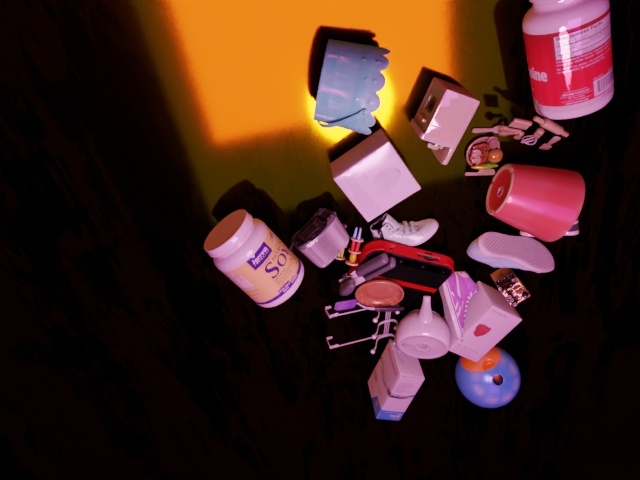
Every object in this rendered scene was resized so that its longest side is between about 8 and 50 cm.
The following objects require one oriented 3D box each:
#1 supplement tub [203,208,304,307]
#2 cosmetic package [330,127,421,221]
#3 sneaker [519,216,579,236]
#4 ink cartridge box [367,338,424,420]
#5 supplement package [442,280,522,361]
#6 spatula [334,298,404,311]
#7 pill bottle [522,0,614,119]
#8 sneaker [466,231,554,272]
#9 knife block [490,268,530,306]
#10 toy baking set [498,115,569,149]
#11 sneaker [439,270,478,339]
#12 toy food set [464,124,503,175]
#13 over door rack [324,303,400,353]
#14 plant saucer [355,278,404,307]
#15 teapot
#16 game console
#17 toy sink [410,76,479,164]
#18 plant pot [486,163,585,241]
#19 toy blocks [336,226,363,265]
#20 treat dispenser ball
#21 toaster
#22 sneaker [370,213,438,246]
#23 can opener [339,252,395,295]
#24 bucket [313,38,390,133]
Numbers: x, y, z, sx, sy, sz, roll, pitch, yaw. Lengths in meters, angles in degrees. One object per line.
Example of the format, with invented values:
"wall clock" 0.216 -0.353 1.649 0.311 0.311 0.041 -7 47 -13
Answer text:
"supplement tub" -0.245 0.068 1.753 0.241 0.241 0.331 -33 121 16
"cosmetic package" 0.191 -0.228 1.657 0.225 0.138 0.224 -33 120 15
"sneaker" 0.909 -0.081 1.866 0.217 0.079 0.121 -3 102 12
"ink cartridge box" 0.349 0.657 2.204 0.129 0.223 0.307 12 121 -13
"supplement package" 0.694 0.359 2.066 0.178 0.175 0.293 25 118 -19
"spatula" 0.207 0.282 1.977 0.297 0.030 0.084 5 145 -3
"pill bottle" 0.741 -0.596 1.408 0.229 0.229 0.407 -21 122 9
"sneaker" 0.770 0.056 1.915 0.366 0.135 0.150 18 158 -12
"knife block" 0.817 0.226 1.950 0.088 0.242 0.276 -37 119 19
"toy baking set" 0.726 -0.368 1.589 0.256 0.197 0.030 14 87 -22
"sneaker" 0.605 0.269 1.982 0.161 0.102 0.281 -11 89 -5
"toy food set" 0.595 -0.315 1.694 0.133 0.038 0.191 -4 124 -2
"over door rack" 0.186 0.395 2.073 0.325 0.108 0.239 -4 130 -2
"plant saucer" 0.244 0.214 1.943 0.200 0.037 0.199 2 141 2
"teapot" 0.448 0.386 2.037 0.253 0.187 0.256 34 135 -24
"game console" 0.315 0.144 1.926 0.387 0.060 0.342 14 141 -13
"toy sink" 0.392 -0.396 1.556 0.131 0.152 0.234 14 122 -14
"plant pot" 0.759 -0.152 1.699 0.243 0.275 0.274 15 121 -4
"toy blocks" 0.111 0.011 1.835 0.054 0.123 0.148 -5 112 -47
"treat dispenser ball" 0.778 0.630 2.185 0.289 0.288 0.288 -2 123 -4
"toaster" 0.000 0.000 1.773 0.227 0.129 0.146 -47 123 -7
"sneaker" 0.319 -0.051 1.806 0.256 0.094 0.151 -22 129 13
"can opener" 0.173 0.143 1.809 0.076 0.095 0.283 27 143 -25
"bucket" 0.088 -0.464 1.419 0.183 0.281 0.281 12 122 -2
